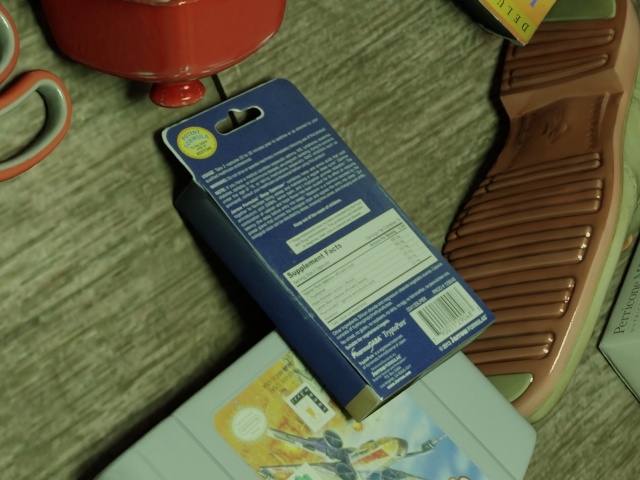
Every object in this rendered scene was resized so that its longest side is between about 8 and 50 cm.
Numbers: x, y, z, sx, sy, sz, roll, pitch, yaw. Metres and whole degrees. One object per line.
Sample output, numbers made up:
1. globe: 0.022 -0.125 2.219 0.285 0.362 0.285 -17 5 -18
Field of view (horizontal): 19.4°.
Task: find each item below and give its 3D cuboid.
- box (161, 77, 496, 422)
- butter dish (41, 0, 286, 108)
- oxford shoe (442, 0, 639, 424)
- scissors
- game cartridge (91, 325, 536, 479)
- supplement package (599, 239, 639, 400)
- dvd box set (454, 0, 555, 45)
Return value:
1. box: 0.000 0.000 1.232 0.225 0.036 0.136 51 44 9
2. butter dish: -0.093 -0.138 1.149 0.160 0.160 0.118 -36 130 -45
3. oxford shoe: 0.200 -0.014 1.431 0.146 0.140 0.397 47 52 -39
4. scissors: -0.246 -0.045 1.030 0.297 0.021 0.109 -43 114 -46
5. game cartridge: 0.013 0.148 1.188 0.198 0.062 0.297 43 44 8
6. supplement package: 0.410 0.061 1.521 0.175 0.293 0.177 50 48 -28
7. dvd box set: 0.173 -0.395 1.376 0.307 0.062 0.420 36 88 -42
